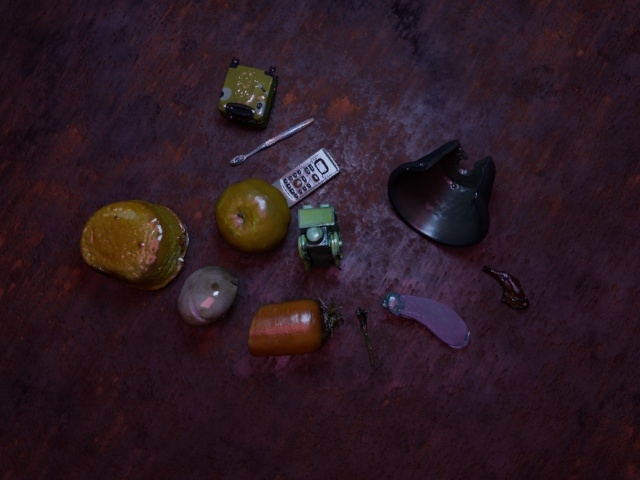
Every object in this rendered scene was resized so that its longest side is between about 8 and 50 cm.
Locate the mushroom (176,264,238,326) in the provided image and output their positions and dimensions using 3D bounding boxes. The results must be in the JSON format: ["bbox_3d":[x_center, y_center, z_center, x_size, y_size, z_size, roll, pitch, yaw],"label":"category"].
[{"bbox_3d":[-0.403,0.203,1.475,0.254,0.255,0.184,-30,117,0],"label":"mushroom"}]

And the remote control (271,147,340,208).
[{"bbox_3d":[-0.066,-0.235,1.583,0.285,0.038,0.123,-34,84,-1],"label":"remote control"}]

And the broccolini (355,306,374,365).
[{"bbox_3d":[0.167,0.355,1.511,0.042,0.044,0.218,-9,88,-13],"label":"broccolini"}]

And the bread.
[{"bbox_3d":[-0.688,0.017,1.511,0.357,0.204,0.337,14,89,3],"label":"bread"}]

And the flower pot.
[{"bbox_3d":[0.452,-0.183,1.434,0.379,0.379,0.251,37,66,6],"label":"flower pot"}]

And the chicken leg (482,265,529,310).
[{"bbox_3d":[0.686,0.167,1.494,0.093,0.053,0.205,-31,79,14],"label":"chicken leg"}]

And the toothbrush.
[{"bbox_3d":[-0.190,-0.392,1.613,0.375,0.037,0.028,-29,86,-3],"label":"toothbrush"}]

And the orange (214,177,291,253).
[{"bbox_3d":[-0.242,-0.085,1.483,0.278,0.235,0.279,1,96,14],"label":"orange"}]

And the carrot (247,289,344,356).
[{"bbox_3d":[-0.075,0.304,1.449,0.330,0.214,0.193,-6,112,6],"label":"carrot"}]

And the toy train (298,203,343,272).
[{"bbox_3d":[0.000,0.000,1.447,0.158,0.272,0.189,-5,67,6],"label":"toy train"}]

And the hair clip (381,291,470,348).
[{"bbox_3d":[0.390,0.277,1.488,0.358,0.110,0.096,22,125,1],"label":"hair clip"}]

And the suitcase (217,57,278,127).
[{"bbox_3d":[-0.275,-0.559,1.579,0.193,0.143,0.235,14,84,4],"label":"suitcase"}]
